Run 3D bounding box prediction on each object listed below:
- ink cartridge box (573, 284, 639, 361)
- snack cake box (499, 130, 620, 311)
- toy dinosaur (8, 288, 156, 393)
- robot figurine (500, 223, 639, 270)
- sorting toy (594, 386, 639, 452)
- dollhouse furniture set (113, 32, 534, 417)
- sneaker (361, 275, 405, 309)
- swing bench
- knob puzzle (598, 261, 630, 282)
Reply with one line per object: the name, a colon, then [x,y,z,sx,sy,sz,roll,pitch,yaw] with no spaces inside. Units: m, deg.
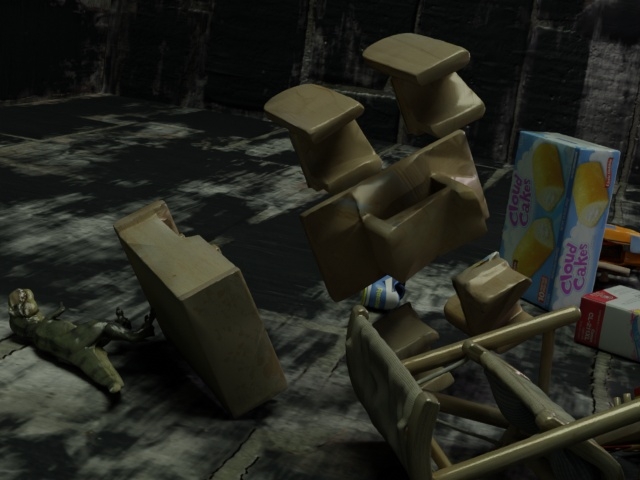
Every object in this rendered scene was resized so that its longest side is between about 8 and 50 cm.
ink cartridge box: [0.474,0.127,1.618,0.175,0.072,0.127,18,16,38]
snack cake box: [0.378,-0.033,1.823,0.089,0.264,0.152,0,15,-31]
toy dinosaur: [-0.255,0.112,1.283,0.118,0.064,0.268,-21,28,-35]
robot figurine: [0.480,0.000,2.082,0.290,0.085,0.211,11,-3,3]
sorting toy: [0.354,0.172,1.125,0.132,0.046,0.274,-1,-18,-11]
dollhouse furniture set: [0.000,0.000,1.310,0.394,0.362,0.256,-28,27,-15]
sneaker: [0.101,0.069,1.698,0.059,0.053,0.144,10,22,11]
swing bench: [0.166,0.172,1.064,0.254,0.165,0.253,0,15,-11]
knob puzzle: [0.444,0.048,1.985,0.213,0.030,0.213,11,-2,0]
